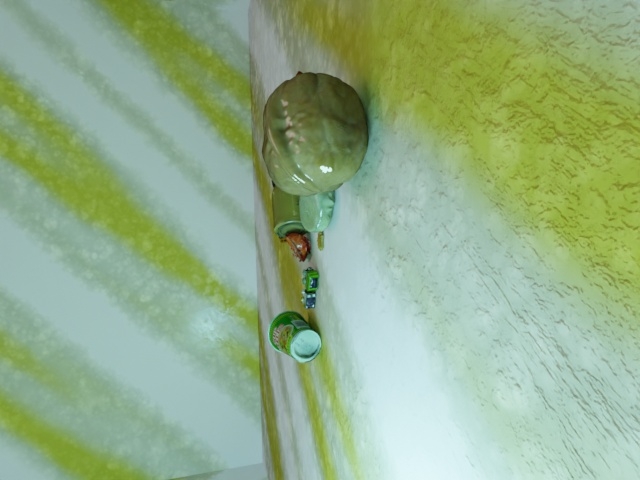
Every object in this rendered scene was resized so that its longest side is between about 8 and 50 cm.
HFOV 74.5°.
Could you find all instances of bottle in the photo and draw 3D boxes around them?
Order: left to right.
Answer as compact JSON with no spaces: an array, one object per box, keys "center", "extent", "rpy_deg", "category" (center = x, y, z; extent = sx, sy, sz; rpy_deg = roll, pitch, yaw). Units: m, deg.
[{"center":[-0.150,-0.197,2.010],"extent":[0.171,0.172,0.351],"rpy_deg":[116,150,-57],"category":"bottle"}]

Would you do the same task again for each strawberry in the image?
[{"center":[-0.097,0.025,1.966],"extent":[0.121,0.082,0.188],"rpy_deg":[44,165,26],"category":"strawberry"}]

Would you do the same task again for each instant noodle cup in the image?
[{"center":[-0.105,0.440,1.900],"extent":[0.233,0.207,0.207],"rpy_deg":[-172,81,-64],"category":"instant noodle cup"}]

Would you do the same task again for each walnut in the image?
[{"center":[-0.023,-0.324,1.314],"extent":[0.381,0.381,0.381],"rpy_deg":[179,90,-73],"category":"walnut"}]

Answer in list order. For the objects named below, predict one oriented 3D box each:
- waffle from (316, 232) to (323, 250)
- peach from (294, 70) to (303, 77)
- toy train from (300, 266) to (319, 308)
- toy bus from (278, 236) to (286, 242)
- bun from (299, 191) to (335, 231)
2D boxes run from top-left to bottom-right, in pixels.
[{"center":[0.000,-0.002,1.778],"extent":[0.078,0.016,0.085],"rpy_deg":[-124,37,-60],"category":"waffle"},{"center":[-0.092,-0.728,1.946],"extent":[0.098,0.061,0.098],"rpy_deg":[21,-90,-85],"category":"peach"},{"center":[-0.048,0.217,1.881],"extent":[0.081,0.060,0.202],"rpy_deg":[-132,41,-56],"category":"toy train"},{"center":[-0.206,-0.088,2.334],"extent":[0.088,0.083,0.194],"rpy_deg":[103,158,-65],"category":"toy bus"},{"center":[-0.009,-0.138,1.644],"extent":[0.221,0.108,0.221],"rpy_deg":[174,90,-66],"category":"bun"}]
